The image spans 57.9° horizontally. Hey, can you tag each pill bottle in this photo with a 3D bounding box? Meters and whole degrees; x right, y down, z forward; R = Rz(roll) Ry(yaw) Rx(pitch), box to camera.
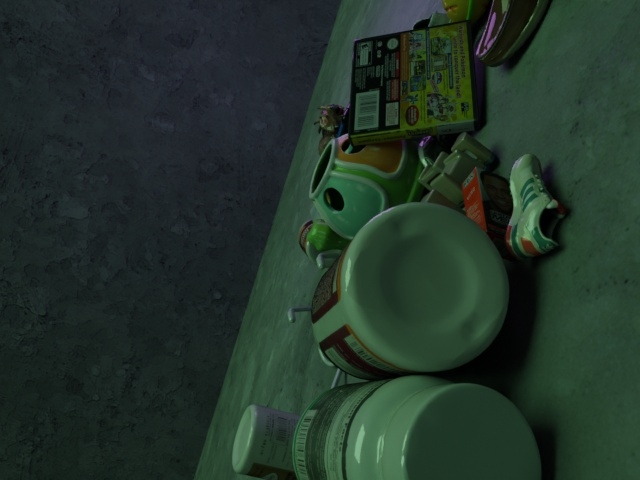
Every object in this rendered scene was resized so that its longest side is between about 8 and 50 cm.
[{"bbox_3d":[0.107,0.104,0.909,0.392,0.224,0.223,122,163,-72],"label":"pill bottle"},{"bbox_3d":[0.105,0.286,0.769,0.361,0.204,0.204,141,145,-65],"label":"pill bottle"},{"bbox_3d":[-0.047,0.413,1.142,0.131,0.230,0.131,-162,90,-76],"label":"pill bottle"},{"bbox_3d":[0.000,0.000,1.721,0.221,0.121,0.121,-136,65,-75],"label":"pill bottle"}]

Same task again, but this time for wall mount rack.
[{"bbox_3d":[0.042,0.208,1.296,0.350,0.131,0.304,-62,40,38],"label":"wall mount rack"}]

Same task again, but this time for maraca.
[{"bbox_3d":[0.309,-0.506,1.233,0.127,0.099,0.185,-84,-8,-49],"label":"maraca"}]

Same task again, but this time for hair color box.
[{"bbox_3d":[0.259,-0.042,0.868,0.141,0.072,0.043,-86,19,-44],"label":"hair color box"}]

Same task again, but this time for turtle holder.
[{"bbox_3d":[0.093,-0.108,1.270,0.320,0.228,0.243,147,139,-68],"label":"turtle holder"}]

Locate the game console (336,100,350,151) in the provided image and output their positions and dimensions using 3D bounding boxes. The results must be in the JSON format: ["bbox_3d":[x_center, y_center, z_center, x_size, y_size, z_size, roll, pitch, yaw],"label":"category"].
[{"bbox_3d":[0.163,-0.320,1.395,0.250,0.174,0.293,107,-174,-53],"label":"game console"}]

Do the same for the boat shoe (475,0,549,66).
[{"bbox_3d":[0.340,-0.468,1.002,0.123,0.117,0.324,-113,43,-70],"label":"boat shoe"}]

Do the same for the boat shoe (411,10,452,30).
[{"bbox_3d":[0.266,-0.516,1.422,0.227,0.081,0.079,-139,68,-79],"label":"boat shoe"}]

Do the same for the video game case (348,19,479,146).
[{"bbox_3d":[0.184,-0.319,1.168,0.035,0.249,0.274,60,-150,-56],"label":"video game case"}]

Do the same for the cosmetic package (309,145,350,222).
[{"bbox_3d":[0.081,-0.114,1.522,0.224,0.138,0.223,-109,40,-66],"label":"cosmetic package"}]

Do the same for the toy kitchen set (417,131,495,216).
[{"bbox_3d":[0.226,-0.059,1.007,0.207,0.122,0.166,-56,5,-27],"label":"toy kitchen set"}]

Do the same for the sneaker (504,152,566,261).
[{"bbox_3d":[0.299,-0.051,0.786,0.075,0.057,0.161,-18,52,53],"label":"sneaker"}]

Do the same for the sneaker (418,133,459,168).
[{"bbox_3d":[0.245,-0.208,1.153,0.077,0.072,0.178,-36,42,50],"label":"sneaker"}]

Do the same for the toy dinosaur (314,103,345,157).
[{"bbox_3d":[0.047,-0.301,1.755,0.127,0.201,0.295,-86,19,-44],"label":"toy dinosaur"}]
